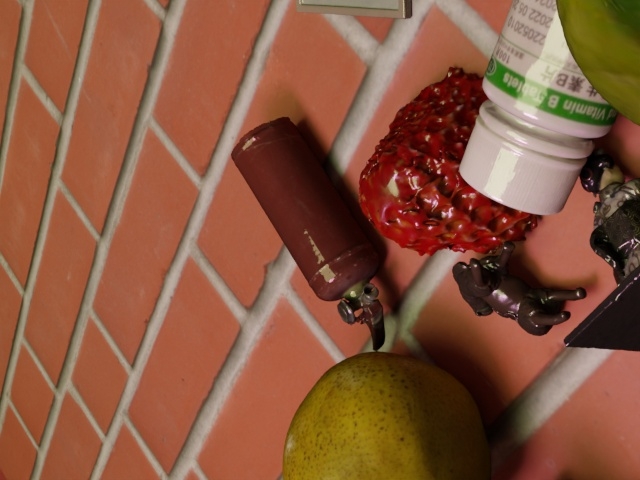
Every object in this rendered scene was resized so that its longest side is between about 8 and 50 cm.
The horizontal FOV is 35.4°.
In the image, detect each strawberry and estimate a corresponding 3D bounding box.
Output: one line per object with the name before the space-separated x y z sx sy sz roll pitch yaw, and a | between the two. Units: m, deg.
strawberry | 0.123 -0.083 1.145 0.233 0.178 0.234 14 109 44

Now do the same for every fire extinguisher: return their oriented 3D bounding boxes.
fire extinguisher | 0.000 0.000 1.395 0.337 0.106 0.147 59 166 15

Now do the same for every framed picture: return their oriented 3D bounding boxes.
framed picture | 0.035 -0.358 1.258 0.203 0.015 0.150 19 119 46

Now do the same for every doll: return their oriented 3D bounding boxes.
doll | 0.217 0.063 1.168 0.139 0.057 0.165 33 160 6

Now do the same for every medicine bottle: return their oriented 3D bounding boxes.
medicine bottle | 0.228 -0.154 0.979 0.139 0.139 0.237 38 119 35

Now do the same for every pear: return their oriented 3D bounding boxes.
pear | 0.084 0.282 1.275 0.294 0.294 0.294 24 123 43

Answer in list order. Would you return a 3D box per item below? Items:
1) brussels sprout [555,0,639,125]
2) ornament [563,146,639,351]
brussels sprout | 0.345 -0.202 0.746 0.344 0.344 0.268 0 68 51
ornament | 0.321 -0.012 1.015 0.166 0.153 0.196 -57 38 45
